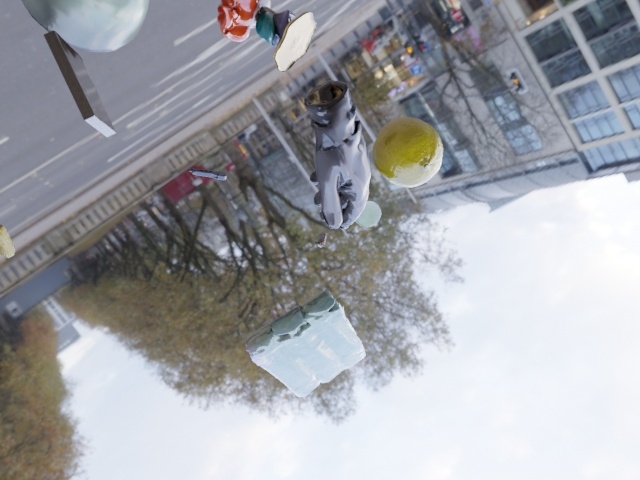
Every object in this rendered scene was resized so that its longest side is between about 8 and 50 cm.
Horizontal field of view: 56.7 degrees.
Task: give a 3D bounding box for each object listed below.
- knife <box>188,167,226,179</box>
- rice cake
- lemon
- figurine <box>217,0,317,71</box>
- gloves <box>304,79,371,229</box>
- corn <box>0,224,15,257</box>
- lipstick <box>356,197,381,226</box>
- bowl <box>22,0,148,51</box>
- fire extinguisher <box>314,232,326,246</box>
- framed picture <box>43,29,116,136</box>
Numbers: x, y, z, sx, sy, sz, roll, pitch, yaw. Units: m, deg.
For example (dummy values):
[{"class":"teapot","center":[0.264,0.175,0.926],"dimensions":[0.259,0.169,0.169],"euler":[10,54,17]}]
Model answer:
[{"class":"knife","center":[-0.339,-0.200,1.773],"dimensions":[0.031,0.121,0.018],"euler":[60,-44,43]},{"class":"rice cake","center":[-0.012,0.128,0.710],"dimensions":[0.124,0.038,0.211],"euler":[-32,152,3]},{"class":"lemon","center":[0.224,-0.222,1.511],"dimensions":[0.178,0.178,0.203],"euler":[-34,-145,0]},{"class":"figurine","center":[-0.161,-0.574,1.511],"dimensions":[0.208,0.257,0.181],"euler":[-48,166,-15]},{"class":"gloves","center":[0.028,-0.128,1.011],"dimensions":[0.119,0.285,0.142],"euler":[12,-133,13]},{"class":"corn","center":[-0.597,0.003,1.118],"dimensions":[0.083,0.028,0.027],"euler":[98,15,-45]},{"class":"lipstick","center":[0.075,-0.107,1.608],"dimensions":[0.076,0.076,0.304],"euler":[-35,-157,-3]},{"class":"bowl","center":[-0.606,-0.706,1.582],"dimensions":[0.185,0.354,0.354],"euler":[-20,-162,47]},{"class":"fire extinguisher","center":[0.000,0.000,1.616],"dimensions":[0.083,0.028,0.022],"euler":[-77,-176,-71]},{"class":"framed picture","center":[-0.438,-0.282,1.088],"dimensions":[0.023,0.168,0.128],"euler":[-26,178,-3]}]
